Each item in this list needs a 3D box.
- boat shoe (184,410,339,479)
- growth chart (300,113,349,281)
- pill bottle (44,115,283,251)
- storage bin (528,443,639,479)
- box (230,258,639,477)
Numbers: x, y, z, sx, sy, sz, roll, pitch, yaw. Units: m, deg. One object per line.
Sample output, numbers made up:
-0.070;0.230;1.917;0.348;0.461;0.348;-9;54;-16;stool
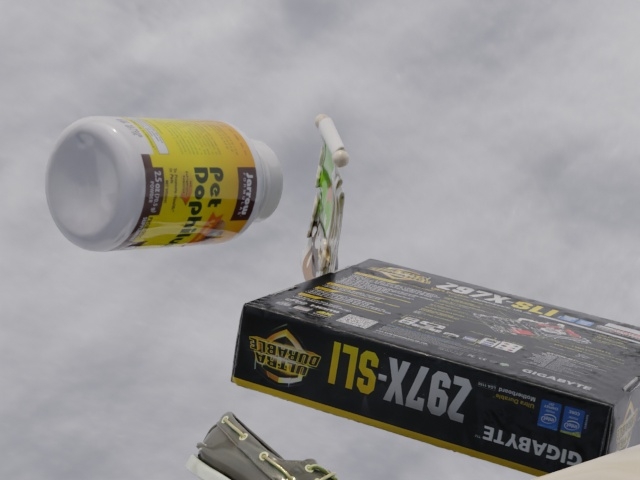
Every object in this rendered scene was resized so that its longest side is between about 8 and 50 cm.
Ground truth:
-0.034;0.299;1.705;0.305;0.109;0.091;23;79;38;boat shoe
0.000;0.000;1.398;0.021;0.172;0.237;5;100;-10;growth chart
-0.133;-0.052;1.279;0.117;0.215;0.117;3;95;38;pill bottle
0.192;0.227;0.590;0.123;0.262;0.260;-14;94;-24;storage bin
0.125;0.102;1.211;0.322;0.257;0.079;14;102;24;box
